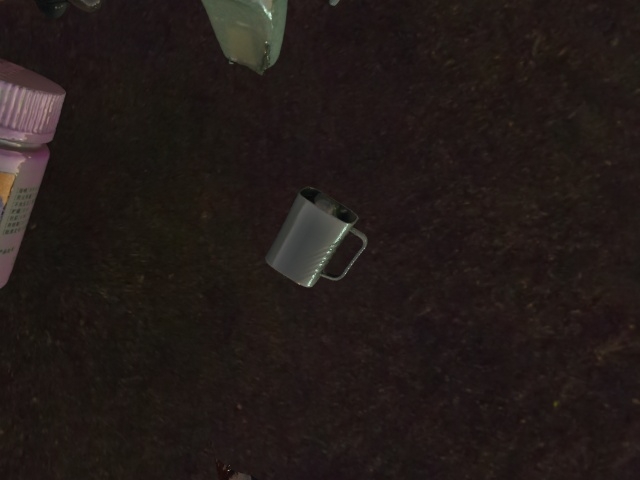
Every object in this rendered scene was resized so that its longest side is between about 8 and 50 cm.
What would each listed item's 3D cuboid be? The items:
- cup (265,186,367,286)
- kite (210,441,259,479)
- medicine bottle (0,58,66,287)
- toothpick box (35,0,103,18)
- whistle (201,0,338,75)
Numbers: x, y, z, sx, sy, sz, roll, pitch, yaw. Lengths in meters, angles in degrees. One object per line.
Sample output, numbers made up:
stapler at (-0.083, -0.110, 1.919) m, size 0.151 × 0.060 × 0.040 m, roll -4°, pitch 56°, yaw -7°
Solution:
cup at (0.000, 0.000, 1.052) m, size 0.128 × 0.095 × 0.130 m, roll 32°, pitch 108°, yaw 4°
kite at (0.021, 0.161, 0.330) m, size 0.016 × 0.127 × 0.229 m, roll -37°, pitch 124°, yaw 19°
medicine bottle at (-0.459, -0.090, 0.896) m, size 0.178 × 0.178 × 0.291 m, roll 19°, pitch 105°, yaw -23°
toothpick box at (-0.371, -0.424, 0.840) m, size 0.316 × 0.229 × 0.229 m, roll 40°, pitch 74°, yaw 1°
whistle at (-0.061, -0.248, 0.494) m, size 0.180 × 0.269 × 0.093 m, roll 17°, pitch 50°, yaw 17°
